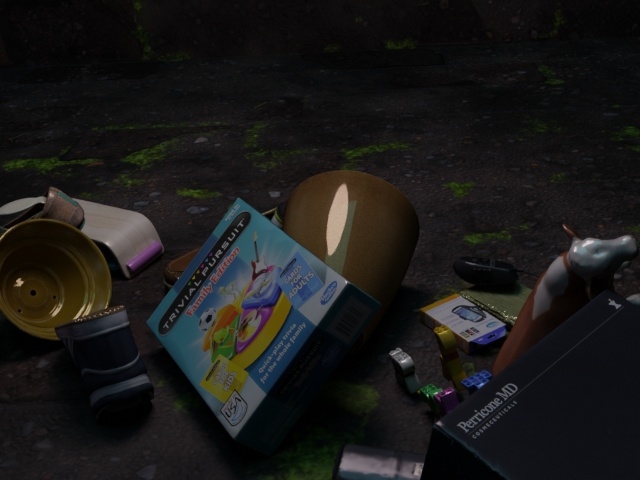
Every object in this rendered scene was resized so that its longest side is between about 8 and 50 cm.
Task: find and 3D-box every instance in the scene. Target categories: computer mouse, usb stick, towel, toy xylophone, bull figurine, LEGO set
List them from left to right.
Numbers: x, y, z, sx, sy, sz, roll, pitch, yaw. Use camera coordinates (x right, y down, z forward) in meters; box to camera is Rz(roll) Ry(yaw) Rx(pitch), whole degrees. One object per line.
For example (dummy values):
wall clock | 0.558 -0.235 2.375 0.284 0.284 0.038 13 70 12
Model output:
toy xylophone | -0.487 0.001 1.599 0.323 0.081 0.236 17 38 34
LEGO set | 0.167 0.175 1.098 0.087 0.093 0.227 -23 17 -11
usb stick | 0.151 0.296 0.988 0.278 0.045 0.077 4 28 14
towel | 0.315 0.104 1.359 0.110 0.027 0.148 -21 31 -32
computer mouse | 0.344 0.067 1.369 0.242 0.041 0.071 10 11 14
bull figurine | 0.340 0.099 1.092 0.188 0.310 0.101 0 41 -34

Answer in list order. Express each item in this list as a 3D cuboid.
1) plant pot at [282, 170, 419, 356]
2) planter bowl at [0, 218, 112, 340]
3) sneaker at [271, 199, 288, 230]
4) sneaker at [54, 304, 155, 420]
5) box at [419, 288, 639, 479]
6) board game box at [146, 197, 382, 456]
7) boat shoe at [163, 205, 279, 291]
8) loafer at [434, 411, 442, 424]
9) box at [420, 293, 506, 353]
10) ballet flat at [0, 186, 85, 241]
plant pot | 0.030 0.055 1.308 0.237 0.237 0.254 2 41 12
planter bowl | -0.478 0.079 1.391 0.090 0.217 0.217 -29 6 42
sneaker | 0.000 0.000 1.515 0.235 0.097 0.084 22 25 -23
sneaker | -0.329 0.185 1.232 0.099 0.153 0.282 -19 1 -22
box | 0.326 0.256 0.842 0.343 0.179 0.312 -26 47 -36
board game box | -0.100 0.109 1.185 0.254 0.079 0.336 -54 39 -1
boat shoe | -0.159 0.005 1.525 0.307 0.104 0.111 -21 32 -30
loafer | 0.227 0.233 1.093 0.148 0.050 0.056 -4 27 -1
box | 0.234 0.136 1.308 0.081 0.028 0.136 -19 33 -27
ballet flat | -0.578 -0.001 1.458 0.316 0.106 0.107 -32 40 4
